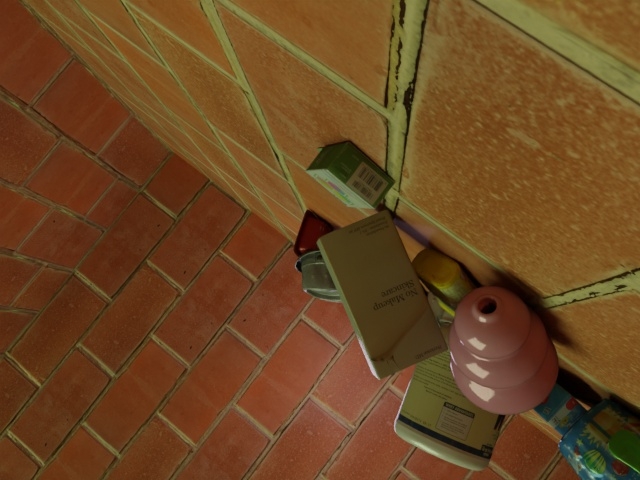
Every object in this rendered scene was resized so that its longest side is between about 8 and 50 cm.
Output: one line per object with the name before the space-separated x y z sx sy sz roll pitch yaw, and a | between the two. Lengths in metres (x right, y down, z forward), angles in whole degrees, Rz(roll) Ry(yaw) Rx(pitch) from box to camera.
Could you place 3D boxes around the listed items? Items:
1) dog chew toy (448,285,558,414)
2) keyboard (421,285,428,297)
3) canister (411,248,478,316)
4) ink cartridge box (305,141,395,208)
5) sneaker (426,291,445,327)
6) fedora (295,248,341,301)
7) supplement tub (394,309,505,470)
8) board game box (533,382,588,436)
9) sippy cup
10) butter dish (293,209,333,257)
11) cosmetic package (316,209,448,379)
dog chew toy | 0.336 0.196 1.146 0.207 0.206 0.331 34 165 36
keyboard | 0.280 0.141 1.878 0.108 0.023 0.180 35 173 30
canister | 0.277 0.099 1.291 0.170 0.073 0.126 44 173 -39
ink cartridge box | 0.041 -0.115 1.098 0.109 0.062 0.209 39 175 -15
sneaker | 0.237 0.148 1.673 0.137 0.210 0.365 52 -161 -66
fedora | 0.047 0.121 1.949 0.276 0.124 0.243 -2 155 17
supplement tub | 0.337 0.352 1.463 0.236 0.324 0.235 22 173 3
board game box | 0.594 0.418 1.590 0.308 0.086 0.302 41 -177 -28
sippy cup | 0.652 0.474 1.311 0.224 0.240 0.305 47 142 32
butter dish | 0.000 0.000 2.012 0.118 0.160 0.160 8 160 27
cosmetic package | 0.123 0.109 1.261 0.113 0.160 0.309 114 132 -85
